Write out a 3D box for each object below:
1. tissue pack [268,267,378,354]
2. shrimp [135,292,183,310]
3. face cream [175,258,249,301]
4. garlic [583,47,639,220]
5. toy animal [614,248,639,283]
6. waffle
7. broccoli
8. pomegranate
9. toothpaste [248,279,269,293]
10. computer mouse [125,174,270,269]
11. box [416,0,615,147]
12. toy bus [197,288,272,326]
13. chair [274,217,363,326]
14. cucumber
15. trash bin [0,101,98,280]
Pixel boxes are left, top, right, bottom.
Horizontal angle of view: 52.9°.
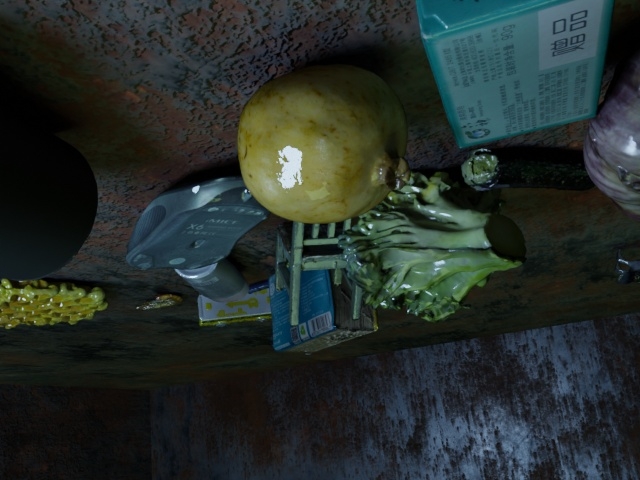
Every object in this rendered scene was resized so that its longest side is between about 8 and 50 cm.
[{"bbox_3d":[0.001,0.131,1.394,0.133,0.193,0.270,6,160,-31],"label":"tissue pack"},{"bbox_3d":[-0.406,0.152,1.596,0.127,0.025,0.091,-13,162,7],"label":"shrimp"},{"bbox_3d":[-0.224,0.074,1.331,0.107,0.073,0.269,-3,163,5],"label":"face cream"},{"bbox_3d":[0.398,-0.144,0.718,0.244,0.161,0.245,-17,142,-14],"label":"garlic"},{"bbox_3d":[0.822,0.055,1.605,0.160,0.197,0.273,5,122,18],"label":"toy animal"},{"bbox_3d":[-0.634,0.143,1.434,0.307,0.060,0.312,4,158,-28],"label":"waffle"},{"bbox_3d":[0.183,-0.005,0.964,0.245,0.248,0.288,-22,-159,49],"label":"broccoli"},{"bbox_3d":[0.010,-0.097,0.682,0.196,0.196,0.196,-6,163,-2],"label":"pomegranate"},{"bbox_3d":[-0.135,0.109,1.564,0.139,0.021,0.037,-18,159,28],"label":"toothpaste"},{"bbox_3d":[-0.159,-0.051,0.940,0.167,0.090,0.379,3,155,-45],"label":"computer mouse"},{"bbox_3d":[0.181,-0.187,0.609,0.153,0.092,0.245,-12,163,15],"label":"box"},{"bbox_3d":[-0.198,0.170,1.634,0.226,0.081,0.074,-4,161,-8],"label":"toy bus"},{"bbox_3d":[0.000,0.000,1.125,0.136,0.147,0.271,-5,119,-14],"label":"chair"},{"bbox_3d":[0.336,-0.107,0.978,0.245,0.067,0.067,-2,162,-21],"label":"cucumber"},{"bbox_3d":[-0.374,-0.067,0.604,0.214,0.214,0.334,-11,167,14],"label":"trash bin"}]
